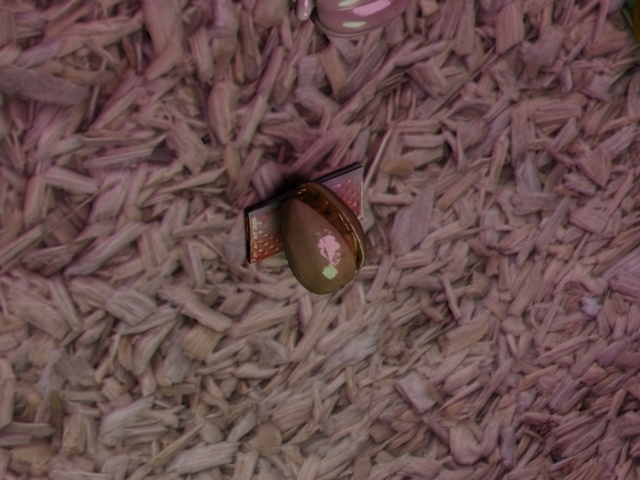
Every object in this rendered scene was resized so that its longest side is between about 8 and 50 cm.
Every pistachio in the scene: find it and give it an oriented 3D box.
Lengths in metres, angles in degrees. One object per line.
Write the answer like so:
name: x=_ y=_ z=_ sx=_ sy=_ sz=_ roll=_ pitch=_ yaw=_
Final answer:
pistachio: x=0.000 y=0.000 z=2.202 sx=0.124 sy=0.124 sz=0.185 roll=-31 pitch=121 yaw=-16

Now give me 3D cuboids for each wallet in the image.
wallet: x=-0.021 y=-0.038 z=2.249 sx=0.196 sy=0.020 sz=0.103 roll=-23 pitch=134 yaw=-23

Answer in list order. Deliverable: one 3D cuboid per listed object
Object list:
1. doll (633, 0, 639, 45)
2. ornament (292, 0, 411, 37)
doll: x=0.558 y=-0.300 z=2.397 sx=0.242 sy=0.160 sz=0.311 roll=49 pitch=56 yaw=-73
ornament: x=0.029 y=-0.340 z=1.933 sx=0.177 sy=0.177 sz=0.177 roll=-22 pitch=134 yaw=-24
